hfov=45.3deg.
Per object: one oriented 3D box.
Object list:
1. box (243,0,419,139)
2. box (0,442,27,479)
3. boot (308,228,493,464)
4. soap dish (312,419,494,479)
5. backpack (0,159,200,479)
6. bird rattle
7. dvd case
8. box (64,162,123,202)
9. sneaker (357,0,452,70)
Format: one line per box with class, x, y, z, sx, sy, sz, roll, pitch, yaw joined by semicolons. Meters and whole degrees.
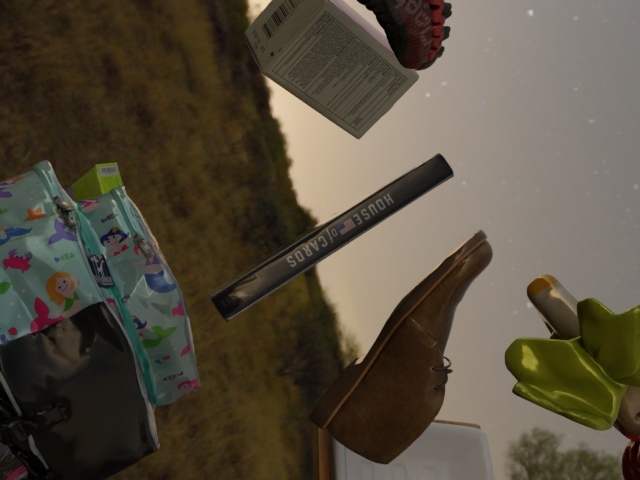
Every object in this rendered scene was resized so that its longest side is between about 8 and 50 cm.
box;0.018;-0.295;1.229;0.232;0.148;0.127;28;26;-41
box;-0.397;0.202;1.042;0.163;0.247;0.142;40;-46;10
boot;0.117;0.125;0.880;0.115;0.305;0.112;38;18;12
soap dish;0.119;0.379;1.140;0.118;0.291;0.229;132;-37;-52
backpack;-0.226;0.057;0.670;0.253;0.191;0.225;45;-29;32
bird rattle;0.291;0.132;0.758;0.253;0.143;0.207;40;17;-31
dvd case;0.000;0.000;0.740;0.029;0.239;0.179;57;-10;-2
box;-0.357;-0.040;1.191;0.178;0.042;0.109;-23;-98;47
sneaker;0.076;-0.303;0.892;0.097;0.135;0.276;57;-10;38
